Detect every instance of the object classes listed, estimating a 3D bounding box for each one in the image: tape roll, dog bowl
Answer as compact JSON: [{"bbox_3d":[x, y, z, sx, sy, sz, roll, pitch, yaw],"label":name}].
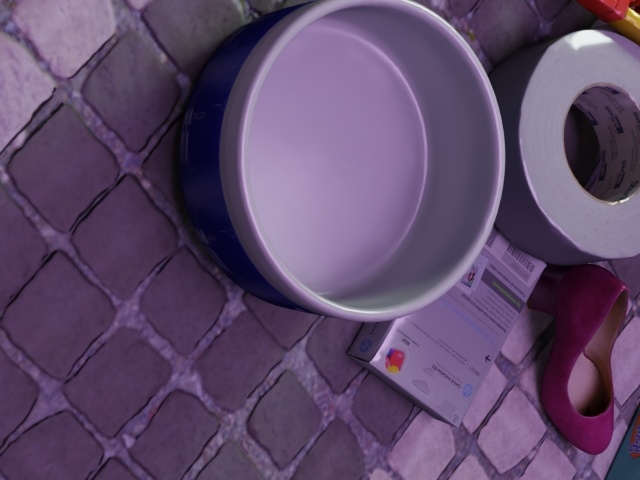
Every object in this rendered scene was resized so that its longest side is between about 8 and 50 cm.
[{"bbox_3d":[0.250,-0.087,1.498,0.219,0.072,0.219,5,81,-33],"label":"tape roll"},{"bbox_3d":[0.020,-0.068,1.301,0.265,0.104,0.265,-1,93,-33],"label":"dog bowl"}]

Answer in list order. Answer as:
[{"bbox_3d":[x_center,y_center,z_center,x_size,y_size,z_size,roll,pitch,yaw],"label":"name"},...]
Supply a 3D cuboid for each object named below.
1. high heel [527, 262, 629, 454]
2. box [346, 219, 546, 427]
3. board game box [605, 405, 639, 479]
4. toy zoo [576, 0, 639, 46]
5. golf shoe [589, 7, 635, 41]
[{"bbox_3d":[0.283,0.127,1.587,0.082,0.117,0.244,-30,118,-31],"label":"high heel"},{"bbox_3d":[0.123,0.064,1.492,0.145,0.038,0.186,38,75,-38],"label":"box"},{"bbox_3d":[0.424,0.242,1.779,0.210,0.047,0.160,34,79,-40],"label":"board game box"},{"bbox_3d":[0.304,-0.297,1.501,0.293,0.030,0.192,30,75,-26],"label":"toy zoo"},{"bbox_3d":[0.325,-0.242,1.581,0.176,0.069,0.086,-22,88,-32],"label":"golf shoe"}]
